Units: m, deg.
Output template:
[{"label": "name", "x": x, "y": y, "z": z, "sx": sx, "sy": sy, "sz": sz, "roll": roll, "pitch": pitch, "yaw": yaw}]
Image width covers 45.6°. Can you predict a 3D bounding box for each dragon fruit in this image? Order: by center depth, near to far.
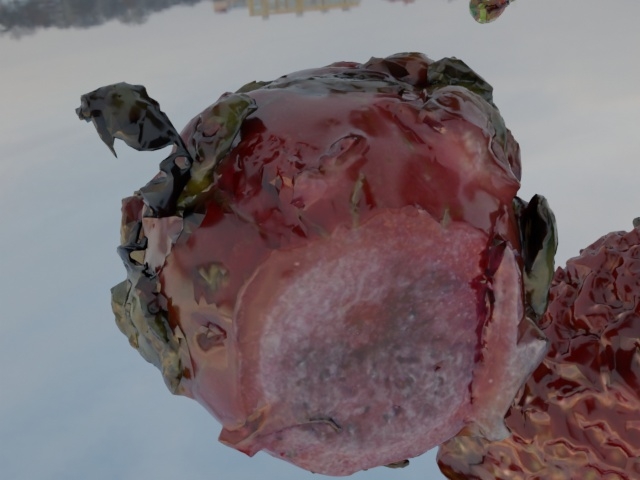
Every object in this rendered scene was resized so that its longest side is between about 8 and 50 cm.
[{"label": "dragon fruit", "x": 0.000, "y": 0.000, "z": 0.498, "sx": 0.268, "sy": 0.250, "sz": 0.291, "roll": -4, "pitch": -154, "yaw": -10}]

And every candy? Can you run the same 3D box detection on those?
[{"label": "candy", "x": 0.333, "y": -0.403, "z": 1.236, "sx": 0.200, "sy": 0.061, "sz": 0.060, "roll": -20, "pitch": -158, "yaw": -8}]

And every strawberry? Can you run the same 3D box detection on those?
[{"label": "strawberry", "x": 0.292, "y": 0.155, "z": 0.702, "sx": 0.292, "sy": 0.343, "sz": 0.292, "roll": 39, "pitch": -172, "yaw": -6}]
